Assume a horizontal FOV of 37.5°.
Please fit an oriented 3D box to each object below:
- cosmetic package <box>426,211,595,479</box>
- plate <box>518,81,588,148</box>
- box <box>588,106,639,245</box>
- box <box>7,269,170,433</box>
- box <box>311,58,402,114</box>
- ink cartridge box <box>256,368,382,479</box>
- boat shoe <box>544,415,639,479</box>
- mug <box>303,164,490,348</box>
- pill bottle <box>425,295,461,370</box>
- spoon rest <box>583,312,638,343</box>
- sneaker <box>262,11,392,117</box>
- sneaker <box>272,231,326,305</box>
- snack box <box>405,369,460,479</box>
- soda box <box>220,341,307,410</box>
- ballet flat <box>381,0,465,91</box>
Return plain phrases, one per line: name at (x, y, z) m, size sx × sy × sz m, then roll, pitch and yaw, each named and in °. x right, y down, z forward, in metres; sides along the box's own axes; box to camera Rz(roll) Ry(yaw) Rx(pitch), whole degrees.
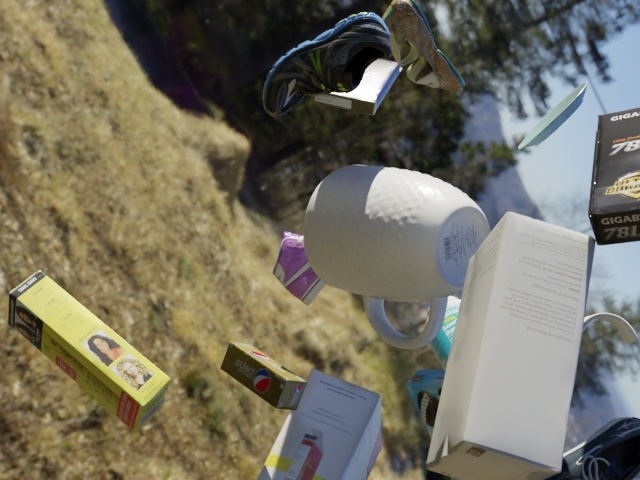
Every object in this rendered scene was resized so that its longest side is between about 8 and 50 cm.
cosmetic package at (0.295, 0.178, 1.469) m, size 0.217 × 0.156 × 0.384 m, roll 111°, pitch -6°, yaw -67°
plate at (0.473, -0.245, 1.895) m, size 0.024 × 0.188 × 0.188 m, roll 44°, pitch 14°, yaw 0°
box at (0.581, -0.123, 1.478) m, size 0.073 × 0.296 × 0.293 m, roll 63°, pitch 32°, yaw -33°
box at (-0.304, 0.144, 1.229) m, size 0.232 × 0.087 × 0.058 m, roll 38°, pitch 51°, yaw 9°
box at (0.083, -0.344, 1.997) m, size 0.225 × 0.137 × 0.036 m, roll -59°, pitch 158°, yaw -50°
ink cartridge box at (-0.019, 0.503, 1.905) m, size 0.279 × 0.161 × 0.384 m, roll 85°, pitch 29°, yaw -54°
boat shoe at (0.425, 0.364, 1.451) m, size 0.095 × 0.255 × 0.079 m, roll 61°, pitch -18°, yaw -4°
mug at (0.171, 0.039, 1.943) m, size 0.276 × 0.328 × 0.373 m, roll -7°, pitch 102°, yaw -40°
pill bottle at (0.328, 0.232, 2.166) m, size 0.146 × 0.146 × 0.264 m, roll 57°, pitch 4°, yaw -30°
spoon rest at (0.561, 0.219, 2.094) m, size 0.137 × 0.277 × 0.084 m, roll 126°, pitch -49°, yaw -72°
sneaker at (0.007, -0.214, 1.195) m, size 0.078 × 0.188 × 0.067 m, roll 64°, pitch 13°, yaw 24°
sneaker at (0.000, 0.000, 2.252) m, size 0.161 × 0.282 × 0.102 m, roll 40°, pitch -8°, yaw 4°
snack box at (0.316, 0.407, 1.907) m, size 0.060 × 0.187 × 0.321 m, roll -41°, pitch 112°, yaw -37°
soda box at (-0.112, 0.259, 1.815) m, size 0.058 × 0.061 × 0.181 m, roll 15°, pitch 8°, yaw -46°
ballet flat at (0.146, -0.276, 1.400) m, size 0.206 × 0.067 × 0.073 m, roll 45°, pitch 2°, yaw -42°
